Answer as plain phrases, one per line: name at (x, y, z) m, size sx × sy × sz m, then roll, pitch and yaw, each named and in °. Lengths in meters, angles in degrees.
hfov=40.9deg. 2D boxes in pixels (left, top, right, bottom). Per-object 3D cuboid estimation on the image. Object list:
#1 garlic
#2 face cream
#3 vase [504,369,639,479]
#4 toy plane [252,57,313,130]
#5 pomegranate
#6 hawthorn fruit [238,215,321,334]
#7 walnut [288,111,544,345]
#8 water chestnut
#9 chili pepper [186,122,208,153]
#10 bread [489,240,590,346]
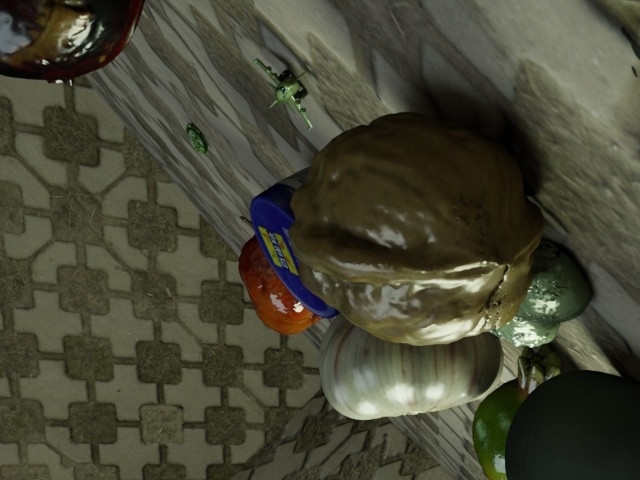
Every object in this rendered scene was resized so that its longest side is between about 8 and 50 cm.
garlic at (0.109, 0.105, 1.121) m, size 0.245 × 0.245 × 0.253 m, roll -179°, pitch 82°, yaw -77°
face cream at (0.000, 0.000, 1.224) m, size 0.206 × 0.111 × 0.206 m, roll 45°, pitch 154°, yaw 29°
vase at (0.304, 0.202, 0.718) m, size 0.173 × 0.173 × 0.321 m, roll 48°, pitch 164°, yaw -7°
toy plane at (-0.039, -0.173, 0.985) m, size 0.102 × 0.040 × 0.111 m, roll 46°, pitch 170°, yaw -6°
pomegranate at (0.260, 0.216, 1.008) m, size 0.159 × 0.159 × 0.205 m, roll 34°, pitch 140°, yaw 52°
hawthorn fruit at (-0.061, 0.033, 1.516) m, size 0.243 × 0.207 × 0.207 m, roll 48°, pitch 172°, yaw 19°
walnut at (0.075, -0.010, 0.721) m, size 0.198 × 0.198 × 0.245 m, roll 52°, pitch 164°, yaw -29°
water chestnut at (-0.315, -0.330, 1.003) m, size 0.300 × 0.300 × 0.300 m, roll 45°, pitch 170°, yaw 10°
chili pepper at (-0.263, -0.214, 1.839) m, size 0.091 × 0.030 × 0.034 m, roll 66°, pitch -176°, yaw -57°
bread at (0.173, 0.035, 0.851) m, size 0.172 × 0.064 × 0.232 m, roll 43°, pitch 169°, yaw 10°
